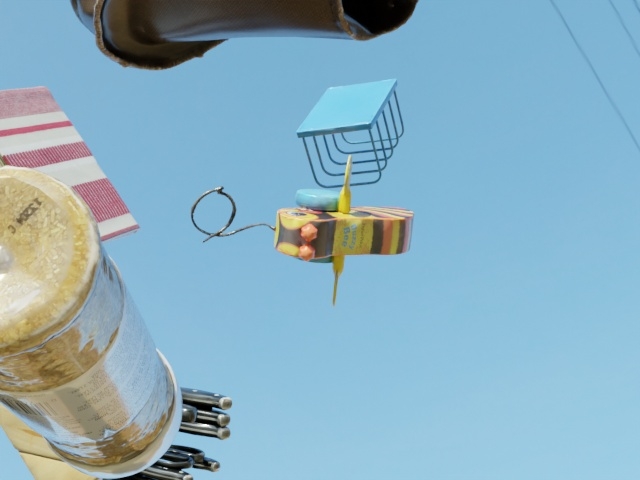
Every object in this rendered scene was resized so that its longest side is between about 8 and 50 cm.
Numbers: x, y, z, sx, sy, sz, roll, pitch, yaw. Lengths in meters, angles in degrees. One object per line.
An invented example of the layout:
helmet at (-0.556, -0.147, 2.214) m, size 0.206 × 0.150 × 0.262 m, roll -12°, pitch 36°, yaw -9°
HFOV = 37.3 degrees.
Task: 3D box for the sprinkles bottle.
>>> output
sprinkles bottle at (-0.183, 0.081, 0.692) m, size 0.121 × 0.121 × 0.355 m, roll -4°, pitch -25°, yaw -2°

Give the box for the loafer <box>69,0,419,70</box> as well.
loafer at (-0.013, -0.172, 0.538) m, size 0.366 × 0.130 × 0.134 m, roll -21°, pitch -16°, yaw 39°

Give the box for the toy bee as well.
toy bee at (0.000, 0.000, 1.264) m, size 0.298 × 0.162 × 0.195 m, roll -19°, pitch -72°, yaw -11°

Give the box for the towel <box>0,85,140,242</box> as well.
towel at (-0.478, -0.127, 1.689) m, size 0.037 × 0.237 × 0.329 m, roll -35°, pitch -93°, yaw 26°

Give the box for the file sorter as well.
file sorter at (0.054, -0.167, 1.482) m, size 0.118 × 0.170 × 0.104 m, roll -4°, pitch -60°, yaw 22°

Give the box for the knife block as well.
knife block at (-0.246, 0.193, 1.118) m, size 0.242 × 0.275 × 0.088 m, roll -42°, pitch -15°, yaw 17°
